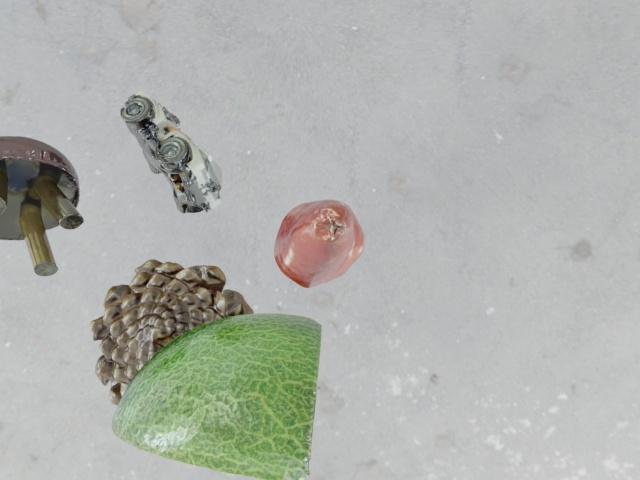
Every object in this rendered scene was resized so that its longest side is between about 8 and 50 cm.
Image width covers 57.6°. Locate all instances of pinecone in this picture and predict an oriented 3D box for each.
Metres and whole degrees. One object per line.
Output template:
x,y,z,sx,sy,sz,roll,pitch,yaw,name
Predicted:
-0.301,0.237,1.313,0.384,0.384,0.385,-1,111,-3,pinecone

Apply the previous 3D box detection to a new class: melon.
-0.172,0.261,0.957,0.343,0.331,0.226,2,133,1,melon

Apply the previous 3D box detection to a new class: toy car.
-0.323,-0.198,1.249,0.118,0.301,0.193,-34,151,-12,toy car

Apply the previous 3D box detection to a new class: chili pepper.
0.000,0.000,0.428,0.063,0.272,0.071,30,91,4,chili pepper

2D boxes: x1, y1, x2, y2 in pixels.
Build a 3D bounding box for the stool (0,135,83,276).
-0.636,-0.062,1.213,0.272,0.179,0.272,-19,145,-14,stool
